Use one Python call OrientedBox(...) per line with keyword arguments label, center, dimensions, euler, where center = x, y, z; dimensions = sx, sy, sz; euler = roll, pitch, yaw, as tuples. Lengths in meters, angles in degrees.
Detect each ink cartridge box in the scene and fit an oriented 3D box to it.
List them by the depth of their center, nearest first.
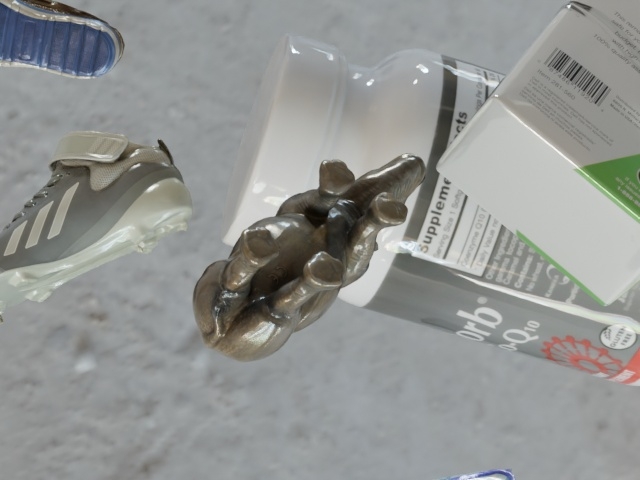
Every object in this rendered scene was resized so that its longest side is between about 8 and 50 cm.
OrientedBox(label="ink cartridge box", center=(0.208, -0.086, 1.389), dimensions=(0.160, 0.092, 0.219), euler=(40, 48, 1))

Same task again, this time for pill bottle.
OrientedBox(label="pill bottle", center=(0.119, -0.030, 1.529), dimensions=(0.362, 0.210, 0.210), euler=(16, 58, -8))

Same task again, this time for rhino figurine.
OrientedBox(label="rhino figurine", center=(0.000, 0.000, 1.254), dimensions=(0.073, 0.106, 0.243), euler=(45, 38, 4))

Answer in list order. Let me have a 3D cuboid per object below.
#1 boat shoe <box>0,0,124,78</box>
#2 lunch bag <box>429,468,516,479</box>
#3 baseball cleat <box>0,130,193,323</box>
OrientedBox(label="boat shoe", center=(-0.257, -0.181, 1.676), dimensions=(0.183, 0.066, 0.066), euler=(19, 16, 5))
OrientedBox(label="lunch bag", center=(0.119, 0.259, 1.745), dimensions=(0.151, 0.128, 0.096), euler=(-57, 135, -84))
OrientedBox(label="baseball cleat", center=(-0.201, -0.015, 1.451), dimensions=(0.205, 0.072, 0.109), euler=(-20, 71, -13))
